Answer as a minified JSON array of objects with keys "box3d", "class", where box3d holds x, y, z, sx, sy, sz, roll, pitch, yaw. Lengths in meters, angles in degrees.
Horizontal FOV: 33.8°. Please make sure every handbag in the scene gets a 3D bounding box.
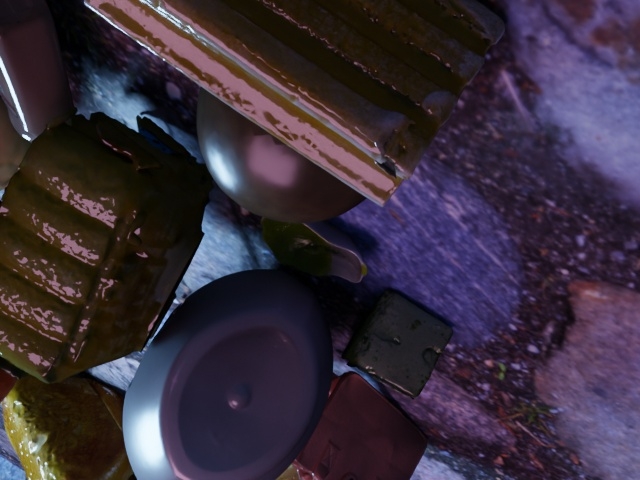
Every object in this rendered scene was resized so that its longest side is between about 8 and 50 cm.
[{"box3d":[0.049,0.286,1.441,0.059,0.157,0.212,1,145,47],"class":"handbag"}]

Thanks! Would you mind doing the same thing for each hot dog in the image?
[{"box3d":[-0.479,0.411,2.105,0.405,0.223,0.185,48,146,39],"class":"hot dog"}]

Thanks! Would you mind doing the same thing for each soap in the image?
[{"box3d":[-0.018,-0.169,0.793,0.274,0.173,0.089,35,154,-2],"class":"soap"}]

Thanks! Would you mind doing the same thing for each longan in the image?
[{"box3d":[-0.017,-0.115,0.911,0.185,0.159,0.204,4,104,17],"class":"longan"}]

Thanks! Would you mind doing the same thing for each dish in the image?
[{"box3d":[0.000,0.000,1.185,0.137,0.039,0.091,20,144,22],"class":"dish"}]

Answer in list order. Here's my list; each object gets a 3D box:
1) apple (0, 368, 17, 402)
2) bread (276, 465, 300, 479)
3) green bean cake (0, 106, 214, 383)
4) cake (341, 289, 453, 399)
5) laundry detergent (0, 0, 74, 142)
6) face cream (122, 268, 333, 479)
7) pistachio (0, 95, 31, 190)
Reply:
[{"box3d":[-0.669,0.179,1.964,0.293,0.163,0.251,60,-160,16],"class":"apple"},{"box3d":[-0.082,0.401,1.926,0.109,0.080,0.084,-8,144,2],"class":"bread"},{"box3d":[-0.236,0.008,1.218,0.202,0.285,0.310,34,109,8],"class":"green bean cake"},{"box3d":[0.090,0.132,1.308,0.100,0.099,0.235,31,173,4],"class":"cake"},{"box3d":[-0.328,-0.205,1.139,0.171,0.076,0.237,55,162,25],"class":"laundry detergent"},{"box3d":[-0.114,0.181,1.301,0.219,0.312,0.357,32,171,-6],"class":"face cream"},{"box3d":[-0.466,-0.177,1.259,0.187,0.187,0.299,-5,127,50],"class":"pistachio"}]
